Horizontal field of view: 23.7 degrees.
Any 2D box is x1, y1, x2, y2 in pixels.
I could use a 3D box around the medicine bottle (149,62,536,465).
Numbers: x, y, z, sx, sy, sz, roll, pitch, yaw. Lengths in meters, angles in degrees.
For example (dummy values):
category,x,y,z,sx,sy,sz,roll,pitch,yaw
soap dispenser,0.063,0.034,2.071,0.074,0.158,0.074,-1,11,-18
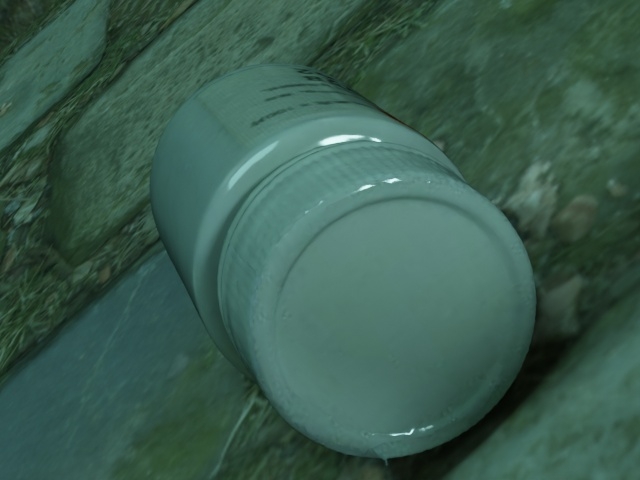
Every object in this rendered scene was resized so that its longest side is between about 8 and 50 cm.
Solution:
category,x,y,z,sx,sy,sz,roll,pitch,yaw
medicine bottle,0.000,0.000,0.735,0.144,0.144,0.252,-44,19,2
